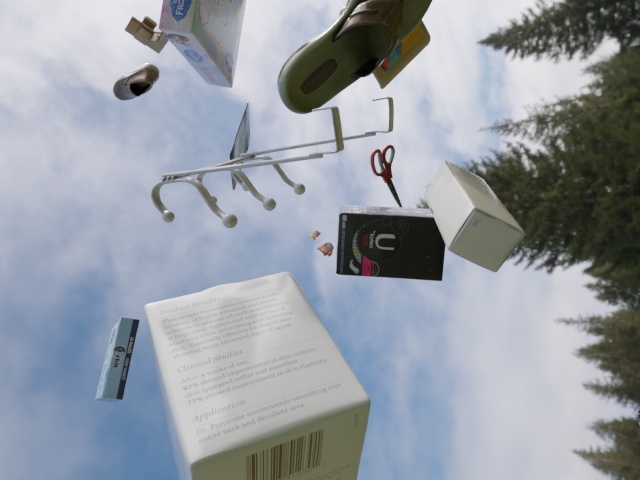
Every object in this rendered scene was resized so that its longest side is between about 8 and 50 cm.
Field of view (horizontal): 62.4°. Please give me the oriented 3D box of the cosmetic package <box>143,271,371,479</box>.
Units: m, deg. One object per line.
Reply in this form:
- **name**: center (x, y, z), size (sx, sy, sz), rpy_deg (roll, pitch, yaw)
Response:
- **cosmetic package**: center (-0.142, 0.328, 1.073), size (0.329, 0.394, 0.328), rpy_deg (-12, -52, -21)

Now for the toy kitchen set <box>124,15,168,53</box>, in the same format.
- **toy kitchen set**: center (-0.361, -0.468, 1.139), size (0.083, 0.075, 0.068), rpy_deg (30, -121, -29)

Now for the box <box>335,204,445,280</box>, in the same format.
- **box**: center (0.179, 0.002, 1.366), size (0.143, 0.270, 0.166), rpy_deg (-74, -14, -77)

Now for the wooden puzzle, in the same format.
- **wooden puzzle**: center (0.181, -0.556, 1.381), size (0.221, 0.044, 0.239), rpy_deg (-47, -57, -16)

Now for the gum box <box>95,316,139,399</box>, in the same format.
- **gum box**: center (-0.425, 0.252, 1.100), size (0.041, 0.184, 0.157), rpy_deg (15, -112, -23)

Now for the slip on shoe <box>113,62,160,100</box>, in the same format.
- **slip on shoe**: center (-0.372, -0.307, 1.057), size (0.051, 0.135, 0.041), rpy_deg (33, -127, -46)

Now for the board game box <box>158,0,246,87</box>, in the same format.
- **board game box**: center (-0.219, -0.516, 1.073), size (0.318, 0.065, 0.318), rpy_deg (23, -104, -86)

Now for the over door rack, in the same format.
- **over door rack**: center (-0.058, -0.108, 0.797), size (0.239, 0.324, 0.108), rpy_deg (-36, -73, -60)

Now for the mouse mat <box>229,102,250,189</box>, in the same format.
- **mouse mat**: center (-0.208, -0.245, 1.379), size (0.153, 0.007, 0.190), rpy_deg (100, -178, -58)

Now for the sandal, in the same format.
- **sandal**: center (0.067, -0.298, 0.790), size (0.303, 0.086, 0.120), rpy_deg (-46, -51, 7)

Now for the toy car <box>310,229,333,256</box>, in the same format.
- **toy car**: center (0.000, 0.000, 1.585), size (0.041, 0.122, 0.060), rpy_deg (-50, -38, 12)

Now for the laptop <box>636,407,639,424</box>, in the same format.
- **laptop**: center (0.596, 0.316, 0.772), size (0.234, 0.136, 0.265), rpy_deg (-83, 19, -74)

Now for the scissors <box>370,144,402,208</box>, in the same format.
- **scissors**: center (0.235, -0.205, 1.869), size (0.109, 0.021, 0.297), rpy_deg (-35, -47, -23)

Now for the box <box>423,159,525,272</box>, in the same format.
- **box**: center (0.289, -0.057, 1.032), size (0.094, 0.113, 0.275), rpy_deg (-61, 10, 24)
